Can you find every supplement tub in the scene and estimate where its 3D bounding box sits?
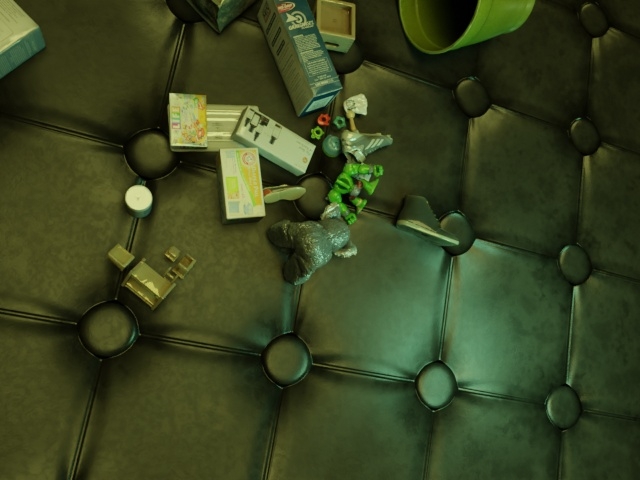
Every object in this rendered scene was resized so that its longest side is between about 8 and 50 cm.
[{"bbox_3d":[-0.490,-0.104,1.463,0.070,0.107,0.071,3,81,-18],"label":"supplement tub"}]

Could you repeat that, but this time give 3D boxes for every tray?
[{"bbox_3d":[-0.308,-0.336,1.600,0.270,0.030,0.145,-3,84,-19],"label":"tray"}]

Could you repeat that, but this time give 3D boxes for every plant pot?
[{"bbox_3d":[0.510,-0.814,1.801,0.352,0.366,0.367,-12,86,-32],"label":"plant pot"}]

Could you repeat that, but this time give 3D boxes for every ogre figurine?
[{"bbox_3d":[0.099,-0.162,1.669,0.118,0.097,0.197,29,118,-7],"label":"ogre figurine"}]

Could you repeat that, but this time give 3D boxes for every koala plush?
[{"bbox_3d":[0.000,0.000,1.580,0.221,0.203,0.196,-22,89,-32],"label":"koala plush"}]

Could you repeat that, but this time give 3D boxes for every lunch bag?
[{"bbox_3d":[-0.319,-0.815,1.599,0.287,0.169,0.235,44,75,1],"label":"lunch bag"}]

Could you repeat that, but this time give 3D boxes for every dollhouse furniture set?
[{"bbox_3d":[-0.465,0.065,1.474,0.182,0.101,0.161,42,47,-8],"label":"dollhouse furniture set"}]

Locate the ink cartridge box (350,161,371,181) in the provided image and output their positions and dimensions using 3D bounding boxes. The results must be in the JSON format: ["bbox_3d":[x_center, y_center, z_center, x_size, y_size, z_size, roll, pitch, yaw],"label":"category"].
[{"bbox_3d":[0.121,-0.224,1.725,0.083,0.028,0.048,28,73,-13],"label":"ink cartridge box"}]

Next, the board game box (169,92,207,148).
[{"bbox_3d":[-0.377,-0.339,1.546,0.103,0.026,0.154,-2,83,-18],"label":"board game box"}]

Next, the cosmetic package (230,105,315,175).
[{"bbox_3d":[-0.138,-0.293,1.612,0.238,0.060,0.099,27,77,-24],"label":"cosmetic package"}]

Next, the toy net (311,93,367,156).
[{"bbox_3d":[0.062,-0.382,1.724,0.122,0.045,0.232,35,71,-8],"label":"toy net"}]

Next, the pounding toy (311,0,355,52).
[{"bbox_3d":[0.011,-0.725,1.732,0.180,0.094,0.206,5,76,-16],"label":"pounding toy"}]

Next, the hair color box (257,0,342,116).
[{"bbox_3d":[-0.067,-0.573,1.638,0.105,0.174,0.348,-22,90,-21],"label":"hair color box"}]

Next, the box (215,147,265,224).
[{"bbox_3d":[-0.232,-0.156,1.558,0.114,0.103,0.203,-6,84,-19],"label":"box"}]

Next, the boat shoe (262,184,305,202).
[{"bbox_3d":[-0.112,-0.146,1.629,0.136,0.049,0.043,-13,47,-19],"label":"boat shoe"}]

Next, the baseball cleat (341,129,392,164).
[{"bbox_3d":[0.144,-0.292,1.713,0.205,0.072,0.110,-1,93,-34],"label":"baseball cleat"}]

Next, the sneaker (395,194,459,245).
[{"bbox_3d":[0.360,-0.065,1.752,0.221,0.083,0.118,22,75,-13],"label":"sneaker"}]

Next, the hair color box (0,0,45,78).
[{"bbox_3d":[-0.922,-0.480,1.374,0.185,0.113,0.374,46,71,-7],"label":"hair color box"}]
